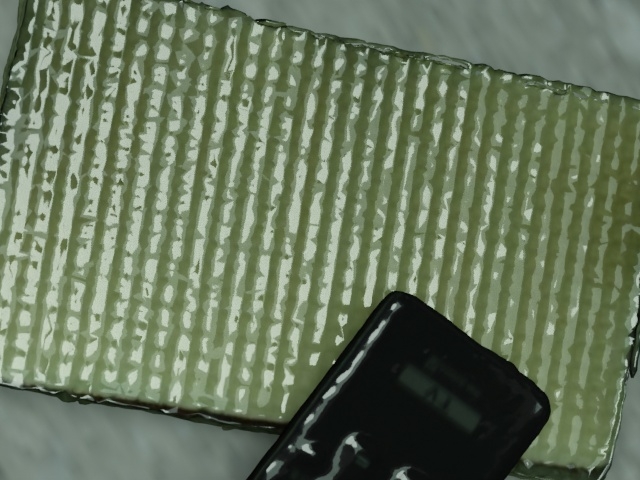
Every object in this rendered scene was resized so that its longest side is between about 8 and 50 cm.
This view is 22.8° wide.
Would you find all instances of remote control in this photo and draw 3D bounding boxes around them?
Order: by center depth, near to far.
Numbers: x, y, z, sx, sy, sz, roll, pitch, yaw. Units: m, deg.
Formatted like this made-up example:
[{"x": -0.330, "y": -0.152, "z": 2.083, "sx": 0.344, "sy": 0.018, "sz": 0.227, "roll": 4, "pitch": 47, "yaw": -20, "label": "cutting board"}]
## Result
[{"x": -0.030, "y": 0.125, "z": 0.439, "sx": 0.063, "sy": 0.025, "sz": 0.245, "roll": 37, "pitch": 91, "yaw": -12, "label": "remote control"}]

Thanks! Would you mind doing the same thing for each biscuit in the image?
[{"x": 0.000, "y": 0.000, "z": 0.467, "sx": 0.199, "sy": 0.040, "sz": 0.121, "roll": 12, "pitch": 84, "yaw": -13, "label": "biscuit"}]
